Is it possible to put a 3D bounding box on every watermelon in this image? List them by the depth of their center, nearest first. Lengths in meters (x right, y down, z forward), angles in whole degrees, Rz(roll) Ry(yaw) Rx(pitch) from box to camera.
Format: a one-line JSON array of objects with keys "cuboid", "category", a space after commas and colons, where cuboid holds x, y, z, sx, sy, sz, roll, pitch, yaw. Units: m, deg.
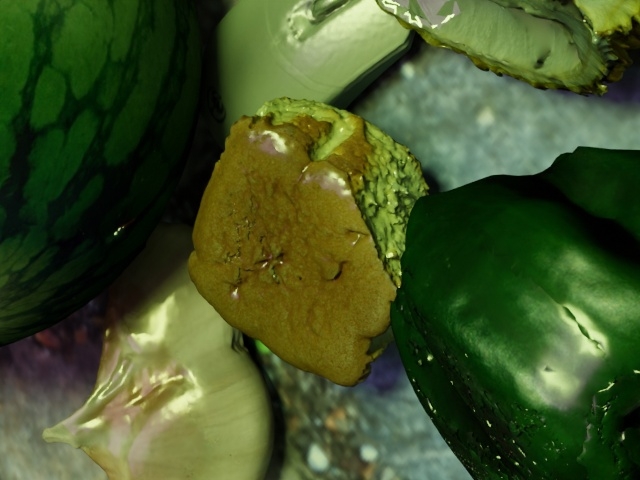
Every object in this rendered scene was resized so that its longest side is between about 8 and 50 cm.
[{"cuboid": [-0.228, -0.101, 0.925, 0.363, 0.363, 0.363, 5, 98, 38], "category": "watermelon"}]

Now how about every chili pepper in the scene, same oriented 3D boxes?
[{"cuboid": [0.145, 0.069, 0.746, 0.261, 0.174, 0.165, 48, 130, 35], "category": "chili pepper"}]

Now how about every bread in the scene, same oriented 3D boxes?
[{"cuboid": [0.000, 0.000, 0.897, 0.128, 0.069, 0.140, 28, 126, 14], "category": "bread"}]

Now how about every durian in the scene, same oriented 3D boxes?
[{"cuboid": [0.064, -0.177, 0.792, 0.237, 0.193, 0.138, 25, 84, 11], "category": "durian"}]

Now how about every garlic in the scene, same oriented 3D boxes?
[{"cuboid": [-0.090, 0.076, 0.991, 0.124, 0.099, 0.174, -7, 90, 24], "category": "garlic"}]

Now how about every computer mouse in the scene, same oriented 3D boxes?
[{"cuboid": [-0.012, -0.104, 0.932, 0.182, 0.056, 0.089, -40, 75, 34], "category": "computer mouse"}]
